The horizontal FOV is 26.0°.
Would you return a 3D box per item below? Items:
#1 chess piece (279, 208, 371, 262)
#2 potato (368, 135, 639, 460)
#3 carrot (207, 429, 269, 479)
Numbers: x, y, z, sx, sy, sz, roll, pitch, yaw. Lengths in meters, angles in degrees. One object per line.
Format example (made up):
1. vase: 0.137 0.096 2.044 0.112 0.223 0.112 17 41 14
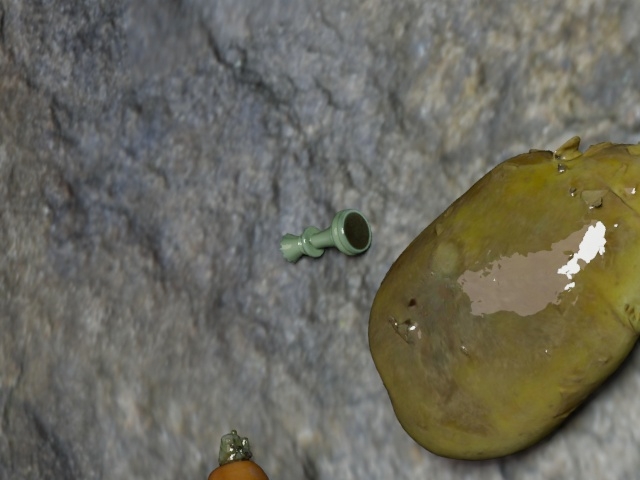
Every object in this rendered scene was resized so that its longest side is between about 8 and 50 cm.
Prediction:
1. chess piece: 0.000 0.000 1.264 0.093 0.042 0.042 -16 70 42
2. potato: 0.156 0.039 1.067 0.296 0.141 0.191 -45 59 18
3. carrot: -0.060 0.333 1.218 0.069 0.069 0.336 -18 72 34
